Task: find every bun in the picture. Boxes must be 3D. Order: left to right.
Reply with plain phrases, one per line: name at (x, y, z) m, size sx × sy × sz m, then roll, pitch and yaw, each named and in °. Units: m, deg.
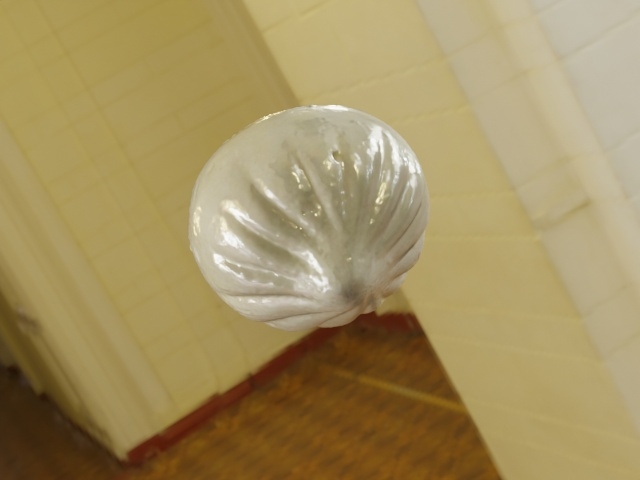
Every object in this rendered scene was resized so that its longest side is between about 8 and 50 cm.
bun at (0.000, 0.000, 0.687) m, size 0.138 × 0.138 × 0.094 m, roll -29°, pitch 39°, yaw 3°
